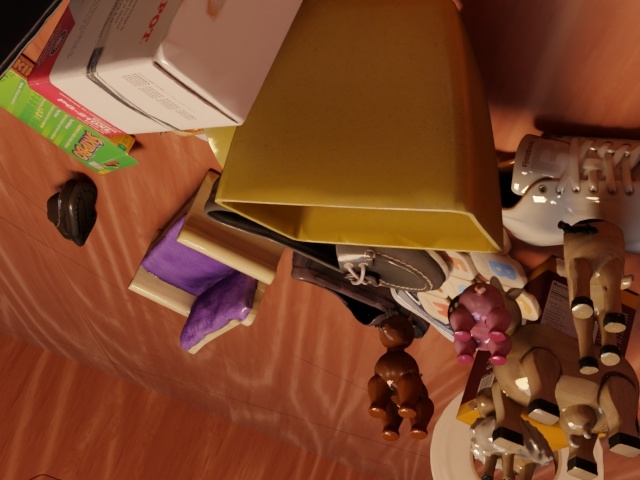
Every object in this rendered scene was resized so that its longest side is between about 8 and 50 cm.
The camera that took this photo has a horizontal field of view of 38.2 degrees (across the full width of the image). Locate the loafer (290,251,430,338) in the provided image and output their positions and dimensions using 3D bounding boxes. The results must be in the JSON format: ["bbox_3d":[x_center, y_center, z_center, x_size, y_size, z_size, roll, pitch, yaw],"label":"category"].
[{"bbox_3d":[0.058,0.084,1.396,0.109,0.095,0.302,-2,147,45],"label":"loafer"}]

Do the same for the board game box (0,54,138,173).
[{"bbox_3d":[-0.375,-0.180,1.286,0.259,0.039,0.124,40,152,-30],"label":"board game box"}]

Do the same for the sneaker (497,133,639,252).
[{"bbox_3d":[0.262,-0.054,0.901,0.123,0.106,0.290,32,157,-27],"label":"sneaker"}]

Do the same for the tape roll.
[{"bbox_3d":[0.328,0.375,1.554,0.286,0.286,0.100,15,155,17],"label":"tape roll"}]

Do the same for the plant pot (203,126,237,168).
[{"bbox_3d":[-0.067,-0.146,0.998,0.095,0.134,0.134,-15,146,11],"label":"plant pot"}]

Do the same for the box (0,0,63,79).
[{"bbox_3d":[-0.539,-0.313,0.736,0.471,0.297,0.480,13,151,36],"label":"box"}]

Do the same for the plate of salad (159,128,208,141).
[{"bbox_3d":[-0.192,-0.174,1.065,0.200,0.048,0.200,38,167,11],"label":"plate of salad"}]

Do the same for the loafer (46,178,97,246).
[{"bbox_3d":[-0.429,-0.047,1.563,0.078,0.080,0.220,24,157,-5],"label":"loafer"}]

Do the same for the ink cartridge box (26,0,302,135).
[{"bbox_3d":[-0.133,-0.190,0.807,0.100,0.172,0.237,35,162,-36],"label":"ink cartridge box"}]

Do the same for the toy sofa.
[{"bbox_3d":[-0.189,0.047,1.436,0.150,0.177,0.362,28,157,-14],"label":"toy sofa"}]

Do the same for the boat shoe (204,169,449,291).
[{"bbox_3d":[0.000,0.000,1.178,0.335,0.095,0.112,28,158,22],"label":"boat shoe"}]

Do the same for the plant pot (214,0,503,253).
[{"bbox_3d":[0.053,-0.100,0.824,0.212,0.187,0.212,4,171,19],"label":"plant pot"}]

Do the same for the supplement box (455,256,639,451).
[{"bbox_3d":[0.295,0.157,1.219,0.129,0.194,0.191,24,157,-4],"label":"supplement box"}]

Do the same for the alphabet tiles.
[{"bbox_3d":[0.137,0.015,1.154,0.278,0.021,0.284,17,146,47],"label":"alphabet tiles"}]

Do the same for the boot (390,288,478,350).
[{"bbox_3d":[0.195,0.099,1.339,0.190,0.069,0.086,27,159,-8],"label":"boot"}]

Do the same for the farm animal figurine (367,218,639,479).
[{"bbox_3d":[0.224,0.111,0.963,0.326,0.172,0.330,37,134,-26],"label":"farm animal figurine"}]
